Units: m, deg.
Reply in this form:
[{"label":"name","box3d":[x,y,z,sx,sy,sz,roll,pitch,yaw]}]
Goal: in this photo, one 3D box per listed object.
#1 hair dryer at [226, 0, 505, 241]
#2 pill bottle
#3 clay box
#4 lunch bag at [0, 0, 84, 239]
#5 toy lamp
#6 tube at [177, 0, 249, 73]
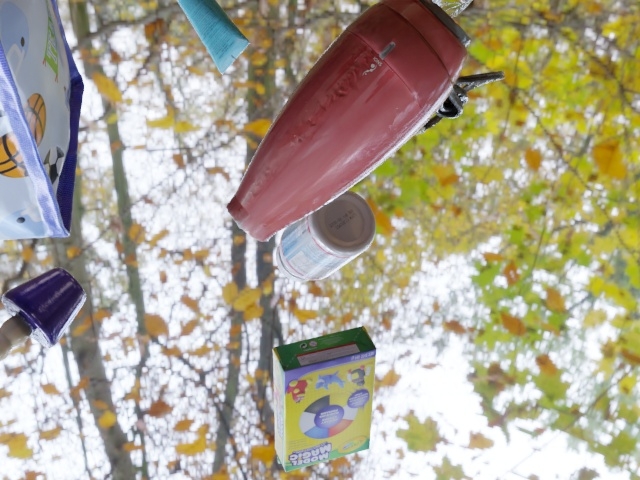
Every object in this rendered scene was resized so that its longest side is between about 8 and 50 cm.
[{"label":"hair dryer","box3d":[0.059,-0.090,0.650,0.293,0.224,0.080,-33,-112,-24]},{"label":"pill bottle","box3d":[0.000,0.000,1.168,0.087,0.160,0.087,7,-110,-21]},{"label":"clay box","box3d":[0.004,0.224,1.228,0.127,0.222,0.053,-12,-143,-16]},{"label":"lunch bag","box3d":[-0.373,-0.183,0.681,0.327,0.385,0.239,-6,-124,-3]},{"label":"toy lamp","box3d":[-0.356,0.133,0.944,0.080,0.080,0.275,30,-119,26]},{"label":"tube","box3d":[-0.201,-0.394,1.608,0.052,0.080,0.207,-13,-116,-51]}]
